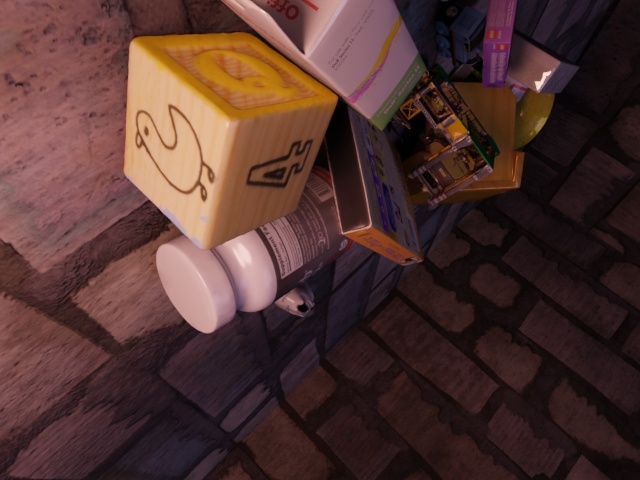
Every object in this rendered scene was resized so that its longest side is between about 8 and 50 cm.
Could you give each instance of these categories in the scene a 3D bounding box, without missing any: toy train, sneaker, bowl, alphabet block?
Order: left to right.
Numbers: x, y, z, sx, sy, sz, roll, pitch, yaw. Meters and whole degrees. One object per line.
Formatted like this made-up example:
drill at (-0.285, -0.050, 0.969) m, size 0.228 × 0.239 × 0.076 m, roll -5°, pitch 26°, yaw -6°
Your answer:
alphabet block at (-0.125, -0.139, 0.618) m, size 0.193 × 0.192 × 0.197 m, roll -31°, pitch 153°, yaw -45°
sneaker at (-0.075, 0.184, 1.407) m, size 0.111 × 0.129 × 0.297 m, roll -52°, pitch 161°, yaw 3°
toy train at (0.331, -0.475, 1.084) m, size 0.080 × 0.105 × 0.184 m, roll -50°, pitch 160°, yaw 5°
bowl at (0.658, -0.481, 1.643) m, size 0.155 × 0.290 × 0.290 m, roll 13°, pitch 127°, yaw -19°

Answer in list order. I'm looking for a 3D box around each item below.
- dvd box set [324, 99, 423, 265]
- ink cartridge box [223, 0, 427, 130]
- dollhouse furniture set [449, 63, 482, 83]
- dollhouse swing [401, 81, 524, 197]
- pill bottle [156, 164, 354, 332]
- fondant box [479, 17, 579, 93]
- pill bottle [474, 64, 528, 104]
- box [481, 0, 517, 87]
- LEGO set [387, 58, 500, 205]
dvd box set at (0.120, -0.123, 0.992) m, size 0.062 × 0.308 × 0.420 m, roll -15°, pitch 165°, yaw 21°
ink cartridge box at (-0.010, -0.282, 0.567) m, size 0.119 × 0.207 × 0.353 m, roll -52°, pitch 161°, yaw 13°
dollhouse furniture set at (0.423, -0.490, 1.375) m, size 0.151 × 0.059 × 0.076 m, roll 11°, pitch 127°, yaw -46°
dollhouse swing at (0.410, -0.289, 1.448) m, size 0.346 × 0.305 × 0.315 m, roll -5°, pitch 176°, yaw -18°
pill bottle at (-0.110, 0.007, 0.887) m, size 0.362 × 0.210 × 0.210 m, roll -32°, pitch 155°, yaw -38°
fondant box at (0.603, -0.534, 1.352) m, size 0.330 × 0.238 × 0.096 m, roll -22°, pitch 149°, yaw -51°
pill bottle at (0.537, -0.428, 1.524) m, size 0.161 × 0.161 × 0.283 m, roll -23°, pitch 149°, yaw -50°
box at (0.411, -0.524, 1.032) m, size 0.201 × 0.057 × 0.294 m, roll 23°, pitch 76°, yaw -69°
LEGO set at (0.273, -0.247, 1.127) m, size 0.192 × 0.331 × 0.255 m, roll -32°, pitch -159°, yaw 33°
